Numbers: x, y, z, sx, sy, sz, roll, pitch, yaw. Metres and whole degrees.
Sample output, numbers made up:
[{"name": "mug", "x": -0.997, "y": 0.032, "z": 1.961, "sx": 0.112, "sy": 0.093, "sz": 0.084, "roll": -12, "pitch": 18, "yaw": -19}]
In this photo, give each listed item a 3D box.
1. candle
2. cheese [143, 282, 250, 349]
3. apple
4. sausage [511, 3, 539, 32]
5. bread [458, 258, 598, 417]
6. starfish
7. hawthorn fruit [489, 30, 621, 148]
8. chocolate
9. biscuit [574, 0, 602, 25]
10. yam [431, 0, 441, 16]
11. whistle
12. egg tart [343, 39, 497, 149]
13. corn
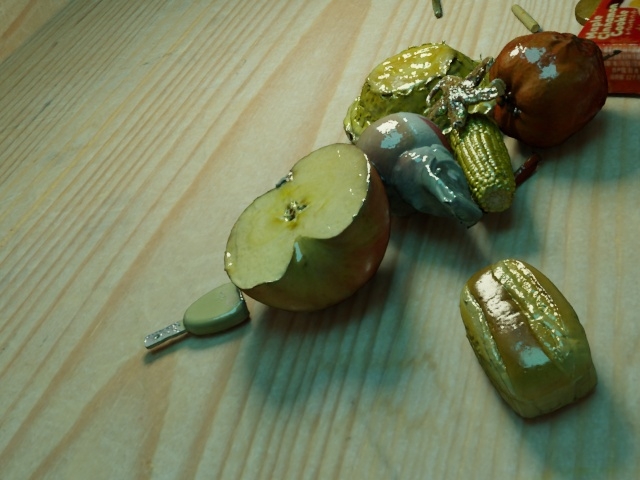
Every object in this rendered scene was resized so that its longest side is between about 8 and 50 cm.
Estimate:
[{"name": "candle", "x": 0.326, "y": -0.094, "z": 1.322, "sx": 0.167, "sy": 0.026, "sz": 0.021, "roll": -42, "pitch": 18, "yaw": -18}, {"name": "cheese", "x": -0.217, "y": 0.138, "z": 1.323, "sx": 0.192, "sy": 0.037, "sz": 0.097, "roll": -24, "pitch": 37, "yaw": -1}, {"name": "apple", "x": 0.000, "y": 0.000, "z": 1.258, "sx": 0.293, "sy": 0.163, "sz": 0.251, "roll": -34, "pitch": 35, "yaw": 12}, {"name": "sausage", "x": 0.463, "y": -0.504, "z": 1.731, "sx": 0.024, "sy": 0.024, "sz": 0.132, "roll": -20, "pitch": 38, "yaw": 5}, {"name": "bread", "x": 0.271, "y": 0.121, "z": 1.032, "sx": 0.140, "sy": 0.106, "sz": 0.236, "roll": -25, "pitch": 37, "yaw": 2}, {"name": "starfish", "x": 0.247, "y": -0.248, "z": 1.363, "sx": 0.209, "sy": 0.053, "sz": 0.150, "roll": -41, "pitch": 30, "yaw": 40}, {"name": "hawthorn fruit", "x": 0.427, "y": -0.286, "z": 1.357, "sx": 0.243, "sy": 0.207, "sz": 0.207, "roll": -26, "pitch": 38, "yaw": -9}, {"name": "chocolate", "x": 0.610, "y": -0.379, "z": 1.442, "sx": 0.235, "sy": 0.108, "sz": 0.237, "roll": 12, "pitch": 52, "yaw": 39}, {"name": "biscuit", "x": 0.665, "y": -0.515, "z": 1.632, "sx": 0.236, "sy": 0.039, "sz": 0.180, "roll": -15, "pitch": 40, "yaw": 14}, {"name": "yam", "x": 0.292, "y": -0.595, "z": 1.930, "sx": 0.021, "sy": 0.021, "sz": 0.116, "roll": -13, "pitch": 40, "yaw": 14}, {"name": "whistle", "x": 0.173, "y": -0.116, "z": 1.280, "sx": 0.189, "sy": 0.189, "sz": 0.348, "roll": -32, "pitch": 29, "yaw": -10}, {"name": "egg tart", "x": 0.197, "y": -0.299, "z": 1.544, "sx": 0.341, "sy": 0.132, "sz": 0.341, "roll": -16, "pitch": 38, "yaw": 13}, {"name": "corn", "x": 0.280, "y": -0.139, "z": 1.315, "sx": 0.091, "sy": 0.091, "sz": 0.260, "roll": -55, "pitch": 21, "yaw": 29}]
